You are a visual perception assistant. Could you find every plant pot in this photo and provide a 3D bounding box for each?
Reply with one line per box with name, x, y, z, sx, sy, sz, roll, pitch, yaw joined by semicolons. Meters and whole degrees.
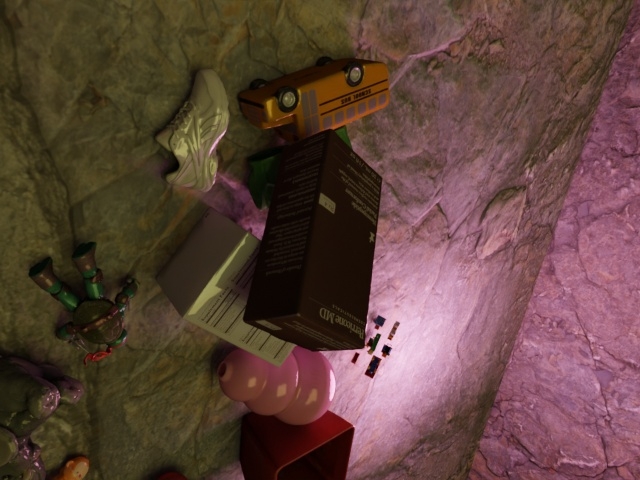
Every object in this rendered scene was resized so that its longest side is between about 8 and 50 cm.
plant pot;-0.092;0.608;1.287;0.267;0.236;0.267;-11;118;-38

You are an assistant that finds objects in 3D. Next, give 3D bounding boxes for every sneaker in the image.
sneaker;-0.241;-0.201;0.830;0.115;0.090;0.232;-1;111;-38

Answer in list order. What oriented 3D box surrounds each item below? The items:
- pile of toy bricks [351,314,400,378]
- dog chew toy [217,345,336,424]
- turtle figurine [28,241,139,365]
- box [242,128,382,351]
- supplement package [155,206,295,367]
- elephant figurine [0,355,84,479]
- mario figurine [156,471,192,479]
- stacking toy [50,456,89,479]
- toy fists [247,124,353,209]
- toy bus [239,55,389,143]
pile of toy bricks;0.179;0.355;1.512;0.212;0.118;0.105;-58;167;-25
dog chew toy;-0.116;0.362;1.170;0.332;0.207;0.206;26;93;-39
turtle figurine;-0.414;0.125;0.832;0.175;0.118;0.234;-34;125;-25
box;0.000;0.000;0.861;0.191;0.143;0.381;34;56;-41
supplement package;-0.161;0.098;0.958;0.263;0.199;0.198;40;83;-38
elephant figurine;-0.544;0.339;0.779;0.239;0.186;0.169;-61;159;-11
mario figurine;-0.350;0.735;1.160;0.198;0.170;0.320;-70;159;-43
stacking toy;-0.595;0.552;0.886;0.302;0.166;0.175;-37;130;-42
toy fists;-0.040;-0.160;1.031;0.279;0.096;0.142;-28;119;-27
toy bus;-0.004;-0.308;0.974;0.333;0.108;0.130;-31;131;-28
